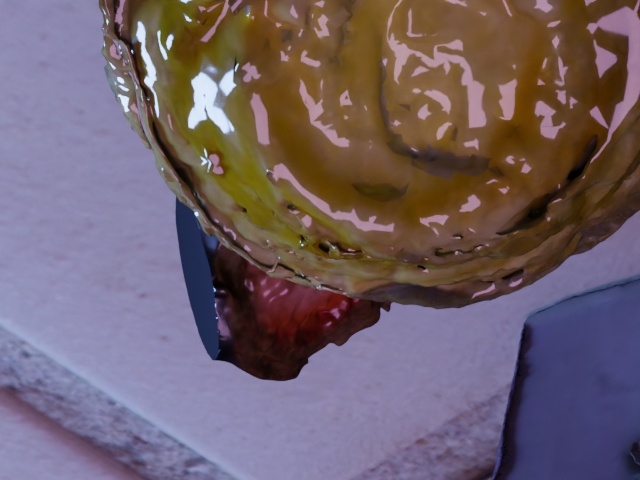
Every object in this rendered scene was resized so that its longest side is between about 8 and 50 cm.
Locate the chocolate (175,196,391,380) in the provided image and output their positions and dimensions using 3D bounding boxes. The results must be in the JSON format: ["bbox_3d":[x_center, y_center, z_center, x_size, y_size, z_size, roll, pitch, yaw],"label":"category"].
[{"bbox_3d":[0.000,0.000,0.796,0.133,0.127,0.124,-6,163,-16],"label":"chocolate"}]

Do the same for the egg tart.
[{"bbox_3d":[0.044,-0.087,0.668,0.278,0.095,0.279,-1,111,-3],"label":"egg tart"}]

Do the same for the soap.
[{"bbox_3d":[0.195,0.214,0.816,0.107,0.296,0.285,-21,121,34],"label":"soap"}]
